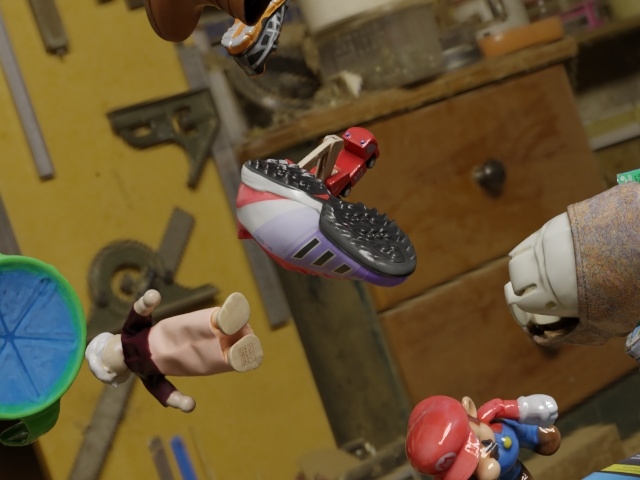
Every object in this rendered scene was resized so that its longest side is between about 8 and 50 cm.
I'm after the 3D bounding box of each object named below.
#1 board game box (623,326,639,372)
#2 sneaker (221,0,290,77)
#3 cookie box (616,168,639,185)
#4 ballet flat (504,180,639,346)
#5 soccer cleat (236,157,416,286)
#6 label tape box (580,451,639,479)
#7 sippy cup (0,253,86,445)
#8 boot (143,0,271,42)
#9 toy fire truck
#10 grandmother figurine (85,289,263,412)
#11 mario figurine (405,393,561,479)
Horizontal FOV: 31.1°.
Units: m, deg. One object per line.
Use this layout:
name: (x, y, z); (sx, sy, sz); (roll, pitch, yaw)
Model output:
board game box: (0.420, 0.117, 1.384); (0.060, 0.194, 0.194); (-58, -5, 32)
sneaker: (-0.103, -0.359, 1.981); (0.084, 0.083, 0.215); (-9, 34, 33)
cookie box: (0.513, -0.080, 1.736); (0.107, 0.040, 0.092); (-16, -27, 25)
ballet flat: (0.205, 0.037, 0.938); (0.106, 0.108, 0.316); (-4, -18, 5)
soccer cleat: (0.000, 0.000, 1.424); (0.108, 0.116, 0.318); (-2, 25, -40)
label tape box: (0.545, 0.342, 1.588); (0.347, 0.115, 0.249); (-20, 1, -22)
sippy cup: (-0.499, 0.141, 1.688); (0.240, 0.306, 0.224); (15, -13, -40)
boot: (-0.153, -0.375, 1.713); (0.109, 0.220, 0.283); (-12, -43, -42)
toy fire truck: (0.011, -0.108, 1.680); (0.192, 0.047, 0.135); (-49, -27, -20)
grandmother figurine: (-0.249, 0.179, 1.852); (0.342, 0.208, 0.104); (-10, 1, 37)
mario figurine: (0.251, 0.324, 1.677); (0.170, 0.198, 0.320); (-11, -18, 36)
